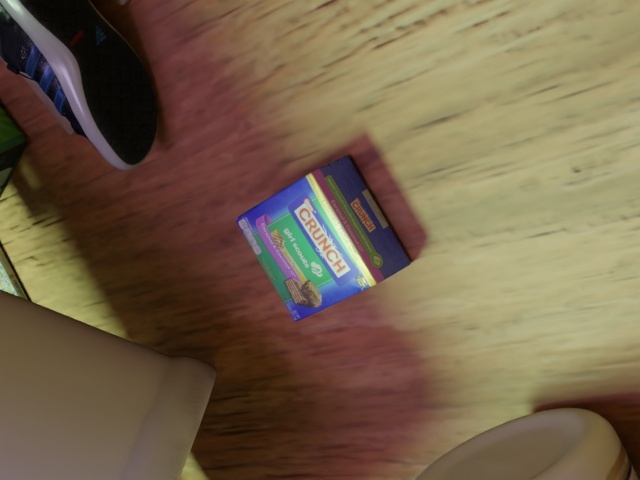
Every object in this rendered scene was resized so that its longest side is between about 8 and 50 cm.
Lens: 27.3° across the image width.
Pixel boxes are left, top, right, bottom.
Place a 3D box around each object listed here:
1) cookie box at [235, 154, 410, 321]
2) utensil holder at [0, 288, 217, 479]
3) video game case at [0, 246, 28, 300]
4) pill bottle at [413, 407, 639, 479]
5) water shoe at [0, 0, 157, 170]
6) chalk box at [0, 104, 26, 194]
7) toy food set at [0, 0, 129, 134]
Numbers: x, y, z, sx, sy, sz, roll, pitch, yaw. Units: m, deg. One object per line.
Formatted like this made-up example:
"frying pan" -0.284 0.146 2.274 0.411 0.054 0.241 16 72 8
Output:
"cookie box" 0.000 0.000 0.946 0.107 0.040 0.092 -29 92 51
"utensil holder" -0.323 0.184 1.075 0.385 0.328 0.328 23 138 -3
"video game case" -0.334 0.056 1.372 0.087 0.011 0.122 -16 103 51
"pill bottle" 0.168 0.256 0.846 0.153 0.153 0.265 -17 101 51
"water shoe" -0.198 -0.143 1.017 0.080 0.073 0.203 2 131 43
"chalk box" -0.409 -0.079 1.225 0.289 0.179 0.180 53 142 7
"toy food set" -0.227 -0.172 1.076 0.132 0.038 0.192 48 141 12
